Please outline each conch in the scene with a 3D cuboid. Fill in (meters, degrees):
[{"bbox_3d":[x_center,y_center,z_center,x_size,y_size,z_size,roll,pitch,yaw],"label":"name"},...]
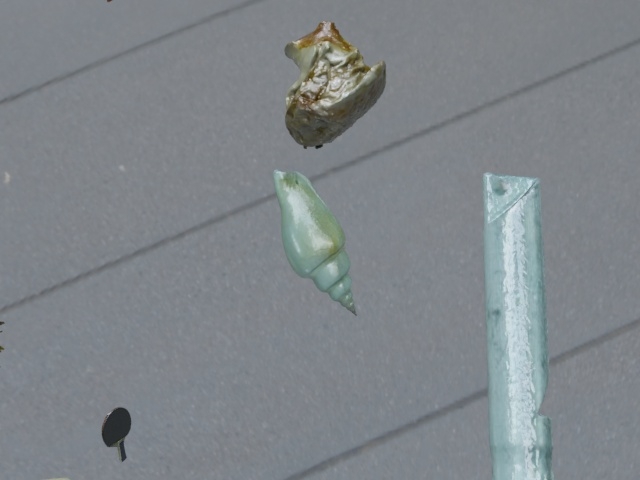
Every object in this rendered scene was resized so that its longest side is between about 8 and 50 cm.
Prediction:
[{"bbox_3d":[0.003,-0.001,0.966,0.065,0.180,0.088,-20,7,47],"label":"conch"}]

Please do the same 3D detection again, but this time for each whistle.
[{"bbox_3d":[0.189,0.084,0.862,0.062,0.062,0.312,-2,75,10],"label":"whistle"}]

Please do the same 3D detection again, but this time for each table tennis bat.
[{"bbox_3d":[-0.275,0.265,1.214,0.007,0.083,0.050,14,31,33],"label":"table tennis bat"}]

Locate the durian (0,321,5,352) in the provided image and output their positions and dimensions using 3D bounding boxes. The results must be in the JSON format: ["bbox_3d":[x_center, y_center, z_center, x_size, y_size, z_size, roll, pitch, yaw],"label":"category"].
[{"bbox_3d":[-0.450,0.138,0.855,0.293,0.258,0.258,-4,46,-38],"label":"durian"}]

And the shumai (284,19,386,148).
[{"bbox_3d":[0.003,-0.182,1.015,0.145,0.145,0.116,-42,88,-16],"label":"shumai"}]

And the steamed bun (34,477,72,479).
[{"bbox_3d":[-0.343,0.264,0.682,0.189,0.428,0.247,38,33,-12],"label":"steamed bun"}]
